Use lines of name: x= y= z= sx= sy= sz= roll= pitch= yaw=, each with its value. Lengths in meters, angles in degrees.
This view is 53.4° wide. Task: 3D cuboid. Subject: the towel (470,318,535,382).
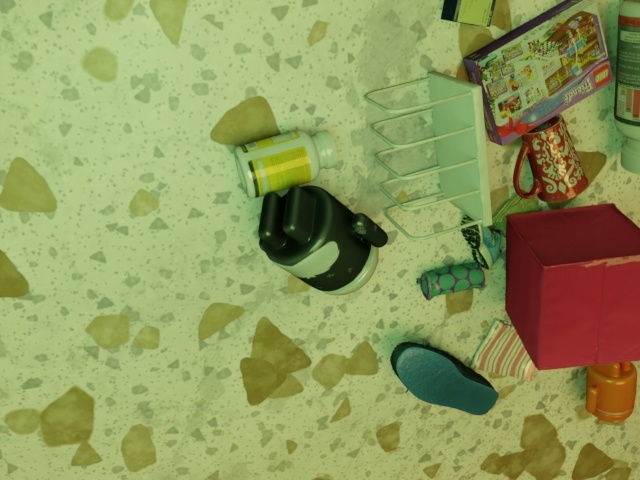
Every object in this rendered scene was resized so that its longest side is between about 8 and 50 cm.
towel: x=0.494 y=0.286 z=1.637 sx=0.197 sy=0.029 sz=0.144 roll=17 pitch=105 yaw=-24

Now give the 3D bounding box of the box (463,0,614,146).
box: x=0.462 y=-0.358 z=1.339 sx=0.293 sy=0.057 sz=0.201 roll=-30 pitch=117 yaw=-5

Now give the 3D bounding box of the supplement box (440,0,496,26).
supplement box: x=0.290 y=-0.464 z=1.235 sx=0.083 sy=0.056 sz=0.083 roll=2 pitch=111 yaw=-19

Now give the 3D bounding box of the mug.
mug: x=0.498 y=-0.174 z=1.394 sx=0.150 sy=0.113 sz=0.169 roll=-40 pitch=117 yaw=-25

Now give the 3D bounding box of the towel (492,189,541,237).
towel: x=0.474 y=-0.040 z=1.494 sx=0.110 sy=0.027 sz=0.148 roll=-45 pitch=117 yaw=2

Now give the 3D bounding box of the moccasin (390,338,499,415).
moccasin: x=0.281 y=0.330 z=1.535 sx=0.342 sy=0.117 sz=0.138 roll=36 pitch=97 yaw=-31

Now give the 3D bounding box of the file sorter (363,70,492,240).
file sorter: x=0.207 y=-0.164 z=1.259 sx=0.173 sy=0.193 sz=0.278 roll=-17 pitch=116 yaw=-9

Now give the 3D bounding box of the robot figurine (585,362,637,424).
robot figurine: x=0.792 y=0.400 z=1.732 sx=0.128 sy=0.158 sz=0.220 roll=3 pitch=117 yaw=23

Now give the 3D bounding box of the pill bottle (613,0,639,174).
pill bottle: x=0.743 y=-0.334 z=1.360 sx=0.210 sy=0.210 sz=0.363 roll=-15 pitch=116 yaw=-13

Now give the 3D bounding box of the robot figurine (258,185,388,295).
robot figurine: x=-0.001 y=-0.002 z=1.245 sx=0.174 sy=0.209 sz=0.278 roll=-54 pitch=136 yaw=0

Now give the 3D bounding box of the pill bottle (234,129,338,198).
pill bottle: x=-0.065 y=-0.152 z=1.218 sx=0.184 sy=0.103 sz=0.103 roll=-17 pitch=116 yaw=-11

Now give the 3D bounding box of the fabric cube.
fabric cube: x=0.564 y=0.095 z=1.397 sx=0.258 sy=0.254 sz=0.258 roll=-6 pitch=116 yaw=2

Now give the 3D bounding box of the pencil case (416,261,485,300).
pencil case: x=0.303 y=0.094 z=1.470 sx=0.151 sy=0.064 sz=0.070 roll=-10 pitch=130 yaw=-16

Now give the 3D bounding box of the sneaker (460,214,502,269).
sneaker: x=0.375 y=-0.012 z=1.463 sx=0.073 sy=0.063 sz=0.162 roll=-38 pitch=127 yaw=-16
